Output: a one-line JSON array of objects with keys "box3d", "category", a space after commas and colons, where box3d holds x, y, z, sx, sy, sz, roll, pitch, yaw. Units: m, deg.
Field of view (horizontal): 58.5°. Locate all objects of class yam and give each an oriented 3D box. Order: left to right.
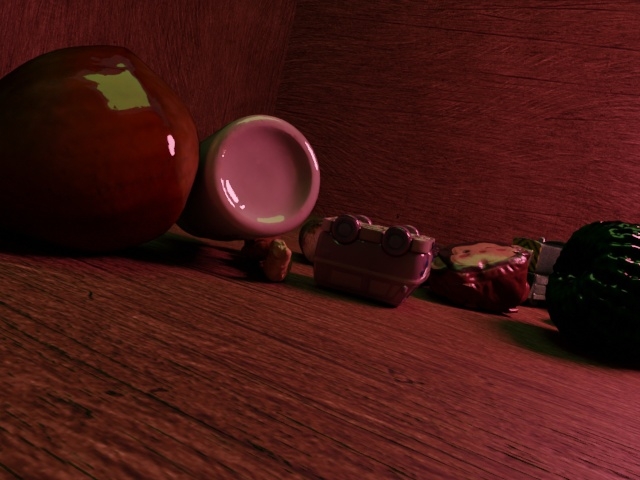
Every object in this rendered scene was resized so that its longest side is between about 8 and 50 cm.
[{"box3d": [0.000, 0.000, 1.383, 0.107, 0.108, 0.194, 12, 4, -7], "category": "yam"}]

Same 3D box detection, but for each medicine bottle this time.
[{"box3d": [-0.168, -0.103, 1.101, 0.210, 0.211, 0.371, 10, -6, -26], "category": "medicine bottle"}]

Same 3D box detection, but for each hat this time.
[{"box3d": [0.586, 0.110, 1.002, 0.332, 0.242, 0.274, 26, 19, 4], "category": "hat"}]

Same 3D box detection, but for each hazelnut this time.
[{"box3d": [-0.370, -0.135, 0.905, 0.365, 0.366, 0.366, 12, 5, -1], "category": "hazelnut"}]

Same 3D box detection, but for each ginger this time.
[{"box3d": [-0.101, 0.025, 1.067, 0.089, 0.075, 0.288, 14, 1, -13], "category": "ginger"}]

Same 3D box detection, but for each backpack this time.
[{"box3d": [0.335, 0.075, 1.246, 0.229, 0.139, 0.229, -5, 11, 1], "category": "backpack"}]

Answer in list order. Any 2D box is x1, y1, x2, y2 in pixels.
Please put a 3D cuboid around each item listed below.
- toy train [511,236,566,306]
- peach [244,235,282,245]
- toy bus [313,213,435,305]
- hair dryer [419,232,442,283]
[{"box3d": [0.590, 0.081, 1.513, 0.330, 0.178, 0.138, 10, 6, -41], "category": "toy train"}, {"box3d": [-0.125, -0.001, 1.239, 0.083, 0.083, 0.083, 12, 5, -1], "category": "peach"}, {"box3d": [0.100, 0.033, 1.044, 0.202, 0.142, 0.142, 13, 5, 17], "category": "toy bus"}, {"box3d": [0.124, 0.030, 1.444, 0.303, 0.120, 0.359, 18, -10, -31], "category": "hair dryer"}]
